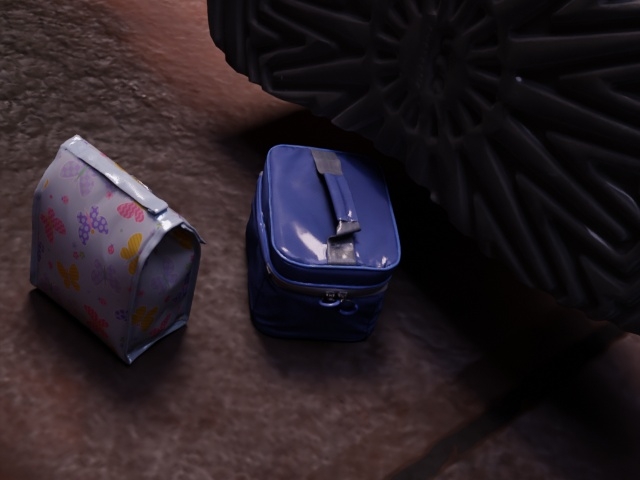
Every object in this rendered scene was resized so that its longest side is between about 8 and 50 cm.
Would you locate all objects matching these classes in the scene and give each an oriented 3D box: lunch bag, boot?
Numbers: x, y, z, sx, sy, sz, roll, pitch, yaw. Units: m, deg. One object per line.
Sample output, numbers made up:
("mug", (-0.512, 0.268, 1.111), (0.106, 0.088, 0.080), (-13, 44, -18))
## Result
("lunch bag", (0.000, 0.000, 0.496), (0.067, 0.065, 0.098), (3, 43, -13))
("boot", (0.214, -0.128, 0.594), (0.445, 0.146, 0.367), (-16, 44, -42))
("lunch bag", (-0.092, 0.001, 0.455), (0.071, 0.083, 0.053), (34, 46, 21))
